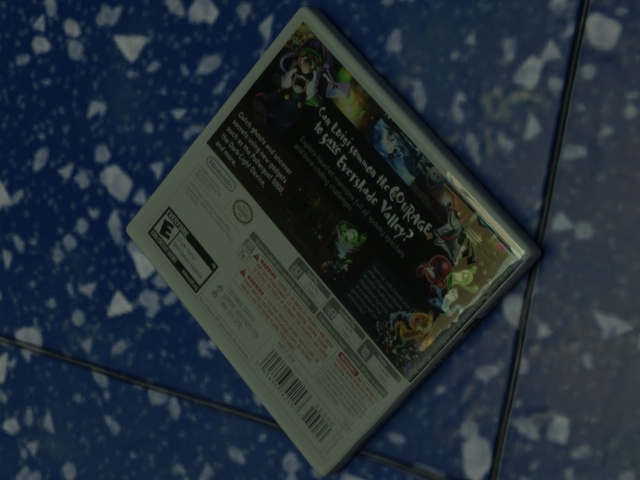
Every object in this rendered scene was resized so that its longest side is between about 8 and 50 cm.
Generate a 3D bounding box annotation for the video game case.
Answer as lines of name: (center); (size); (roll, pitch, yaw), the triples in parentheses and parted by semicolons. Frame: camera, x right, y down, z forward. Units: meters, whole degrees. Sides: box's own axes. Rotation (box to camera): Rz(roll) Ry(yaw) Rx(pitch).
video game case: (0.000, 0.000, 0.856); (0.173, 0.022, 0.190); (-49, 67, 22)
